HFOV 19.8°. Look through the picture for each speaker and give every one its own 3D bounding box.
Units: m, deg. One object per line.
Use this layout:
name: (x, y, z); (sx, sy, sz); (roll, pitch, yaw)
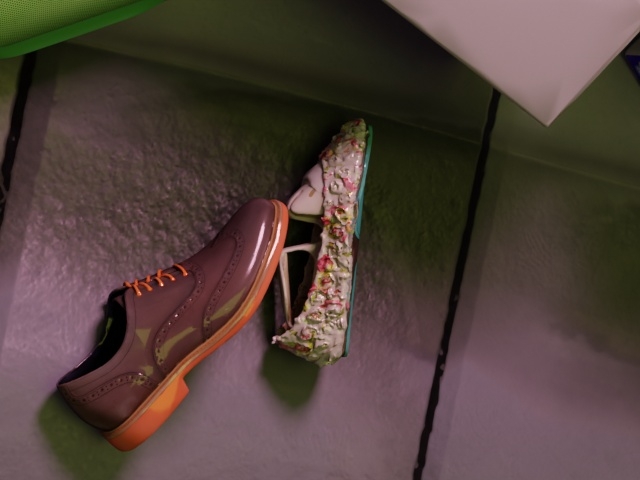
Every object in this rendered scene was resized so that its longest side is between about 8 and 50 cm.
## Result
speaker: (-0.225, -0.238, 1.549); (0.296, 0.131, 0.131); (-23, 107, -26)

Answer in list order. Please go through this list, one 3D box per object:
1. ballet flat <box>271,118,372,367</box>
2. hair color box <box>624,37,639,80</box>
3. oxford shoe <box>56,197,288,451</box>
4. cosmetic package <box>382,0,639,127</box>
ballet flat: (0.000, 0.000, 1.740); (0.077, 0.091, 0.241); (7, 89, -9)
hair color box: (0.494, -0.201, 1.850); (0.185, 0.339, 0.110); (-44, 119, -18)
oxford shoe: (-0.130, 0.058, 1.662); (0.098, 0.097, 0.271); (41, 75, -22)
cosmetic package: (0.096, -0.292, 1.659); (0.385, 0.217, 0.156); (32, 107, -30)
